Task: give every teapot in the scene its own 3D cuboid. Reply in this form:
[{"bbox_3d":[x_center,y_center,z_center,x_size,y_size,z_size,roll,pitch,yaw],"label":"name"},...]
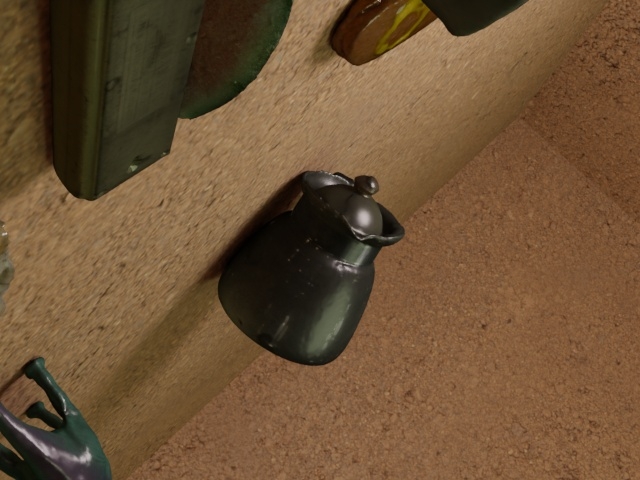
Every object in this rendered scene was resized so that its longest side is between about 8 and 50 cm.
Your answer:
[{"bbox_3d":[0.016,0.015,1.459,0.285,0.223,0.305,-56,166,19],"label":"teapot"}]

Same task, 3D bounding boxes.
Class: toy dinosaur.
[{"bbox_3d":[-0.245,0.297,1.069,0.129,0.331,0.383,-45,174,-21],"label":"toy dinosaur"}]

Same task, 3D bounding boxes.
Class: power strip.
[{"bbox_3d":[-0.118,-0.139,0.568,0.092,0.066,0.387,-40,172,-27],"label":"power strip"}]

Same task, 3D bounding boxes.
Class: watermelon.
[{"bbox_3d":[-0.069,-0.160,0.691,0.101,0.080,0.155,-101,-160,-55],"label":"watermelon"}]

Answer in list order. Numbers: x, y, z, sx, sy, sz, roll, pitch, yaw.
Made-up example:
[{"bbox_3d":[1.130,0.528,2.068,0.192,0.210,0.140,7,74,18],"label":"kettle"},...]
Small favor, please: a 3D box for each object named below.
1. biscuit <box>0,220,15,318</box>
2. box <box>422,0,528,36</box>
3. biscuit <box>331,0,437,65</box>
[{"bbox_3d":[-0.311,0.078,0.708,0.265,0.040,0.188,-46,171,11],"label":"biscuit"},{"bbox_3d":[0.212,-0.319,0.501,0.396,0.111,0.396,-33,-156,37],"label":"box"},{"bbox_3d":[0.138,-0.312,1.023,0.262,0.052,0.277,-39,169,-41],"label":"biscuit"}]
